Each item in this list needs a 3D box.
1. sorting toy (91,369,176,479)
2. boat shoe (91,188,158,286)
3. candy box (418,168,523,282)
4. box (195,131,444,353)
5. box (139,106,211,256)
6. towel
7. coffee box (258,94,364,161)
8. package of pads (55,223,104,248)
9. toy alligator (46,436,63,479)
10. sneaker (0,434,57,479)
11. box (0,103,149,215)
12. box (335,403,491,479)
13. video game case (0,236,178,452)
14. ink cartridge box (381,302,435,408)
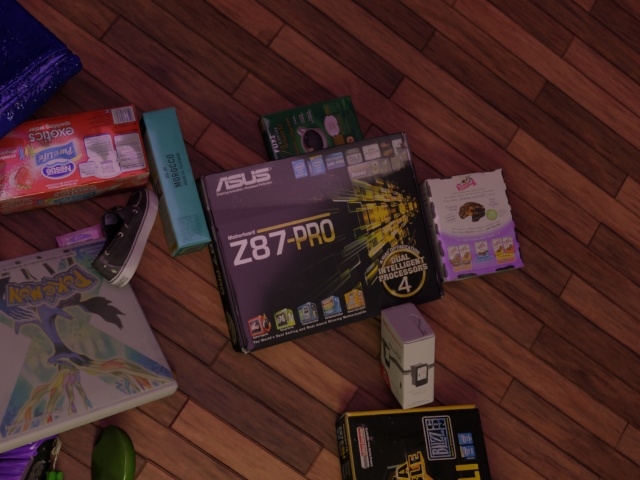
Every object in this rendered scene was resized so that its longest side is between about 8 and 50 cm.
[{"bbox_3d":[-0.301,0.349,1.604,0.126,0.127,0.366,9,74,-37],"label":"sorting toy"},{"bbox_3d":[-0.334,-0.020,1.612,0.076,0.080,0.229,35,39,-24],"label":"boat shoe"},{"bbox_3d":[0.282,-0.027,1.835,0.164,0.070,0.196,-9,83,-16],"label":"candy box"},{"bbox_3d":[0.000,0.000,1.725,0.394,0.097,0.318,-13,90,-17],"label":"box"},{"bbox_3d":[-0.259,-0.100,1.686,0.060,0.100,0.244,-14,84,-19],"label":"box"},{"bbox_3d":[-0.564,-0.262,1.534,0.227,0.076,0.308,42,71,6],"label":"towel"},{"bbox_3d":[-0.016,-0.198,1.800,0.184,0.040,0.113,-17,86,-18],"label":"coffee box"},{"bbox_3d":[-0.411,0.007,1.660,0.083,0.032,0.050,-18,84,-18],"label":"package of pads"},{"bbox_3d":[-0.437,0.419,1.573,0.051,0.056,0.190,36,57,-53],"label":"toy alligator"},{"bbox_3d":[-0.473,0.368,1.531,0.146,0.102,0.293,44,80,10],"label":"sneaker"},{"bbox_3d":[-0.431,-0.135,1.632,0.256,0.122,0.128,-13,82,-16],"label":"box"},{"bbox_3d":[0.175,0.458,1.681,0.257,0.079,0.322,0,67,-17],"label":"box"},{"bbox_3d":[-0.429,0.154,1.499,0.329,0.036,0.300,-15,64,-34],"label":"video game case"},{"bbox_3d":[0.153,0.203,1.702,0.063,0.109,0.151,-13,123,-15],"label":"ink cartridge box"}]
